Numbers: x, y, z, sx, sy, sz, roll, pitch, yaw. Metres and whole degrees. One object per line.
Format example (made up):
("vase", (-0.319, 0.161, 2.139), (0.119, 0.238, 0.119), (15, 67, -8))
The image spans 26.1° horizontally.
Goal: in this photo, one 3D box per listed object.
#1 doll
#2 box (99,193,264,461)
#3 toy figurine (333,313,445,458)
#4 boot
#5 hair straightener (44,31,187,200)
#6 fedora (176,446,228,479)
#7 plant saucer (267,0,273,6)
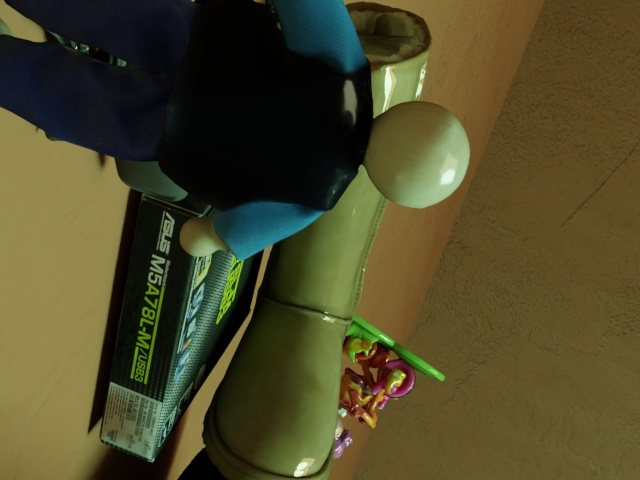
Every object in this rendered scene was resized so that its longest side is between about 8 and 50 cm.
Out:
("doll", (-0.037, -0.058, 0.489), (0.046, 0.189, 0.129), (-45, 155, -68))
("box", (-0.074, 0.013, 0.875), (0.184, 0.045, 0.190), (-54, 163, -56))
("toy figurine", (0.014, 0.156, 1.401), (0.159, 0.173, 0.130), (-56, 158, -2))
("boot", (0.000, 0.000, 0.903), (0.236, 0.089, 0.269), (-88, -166, -64))
("hair straightener", (-0.085, -0.080, 0.603), (0.230, 0.047, 0.089), (92, 21, -62))
("fedora", (-0.049, 0.292, 0.982), (0.334, 0.153, 0.334), (-53, -163, 24))
("plant saucer", (-0.014, -0.171, 0.901), (0.192, 0.018, 0.067), (89, 24, -69))
